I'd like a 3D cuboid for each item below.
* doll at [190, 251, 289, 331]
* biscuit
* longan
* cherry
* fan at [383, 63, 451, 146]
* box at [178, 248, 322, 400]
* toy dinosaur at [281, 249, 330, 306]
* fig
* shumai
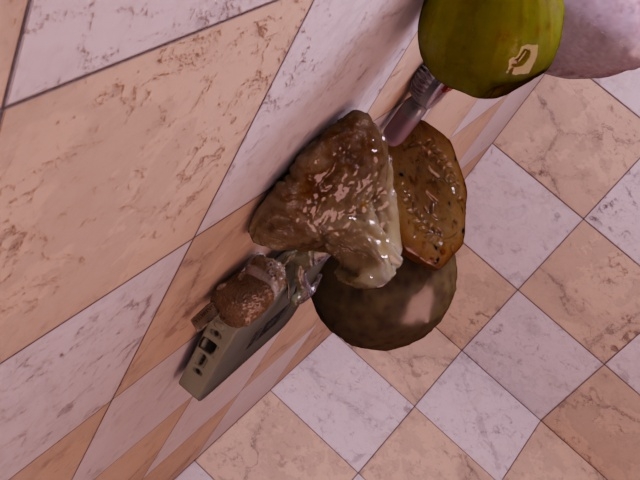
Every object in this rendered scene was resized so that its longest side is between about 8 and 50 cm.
[{"bbox_3d":[-0.156,0.109,1.827,0.221,0.115,0.105,-34,174,-32],"label":"doll"},{"bbox_3d":[0.245,-0.110,2.149,0.046,0.359,0.359,-9,-161,39],"label":"biscuit"},{"bbox_3d":[0.150,0.090,2.332,0.391,0.391,0.391,-46,170,-11],"label":"longan"},{"bbox_3d":[0.510,-0.473,1.877,0.326,0.335,0.291,-27,-166,18],"label":"cherry"},{"bbox_3d":[0.214,-0.295,1.935,0.244,0.074,0.130,-53,170,30],"label":"fan"},{"bbox_3d":[-0.150,0.167,2.106,0.373,0.090,0.367,-38,165,-42],"label":"box"},{"bbox_3d":[-0.007,-0.002,1.956,0.294,0.077,0.162,-55,152,0],"label":"toy dinosaur"},{"bbox_3d":[0.279,-0.372,1.501,0.239,0.239,0.271,-40,143,-40],"label":"fig"},{"bbox_3d":[0.060,-0.052,1.669,0.314,0.262,0.267,-53,170,17],"label":"shumai"}]
